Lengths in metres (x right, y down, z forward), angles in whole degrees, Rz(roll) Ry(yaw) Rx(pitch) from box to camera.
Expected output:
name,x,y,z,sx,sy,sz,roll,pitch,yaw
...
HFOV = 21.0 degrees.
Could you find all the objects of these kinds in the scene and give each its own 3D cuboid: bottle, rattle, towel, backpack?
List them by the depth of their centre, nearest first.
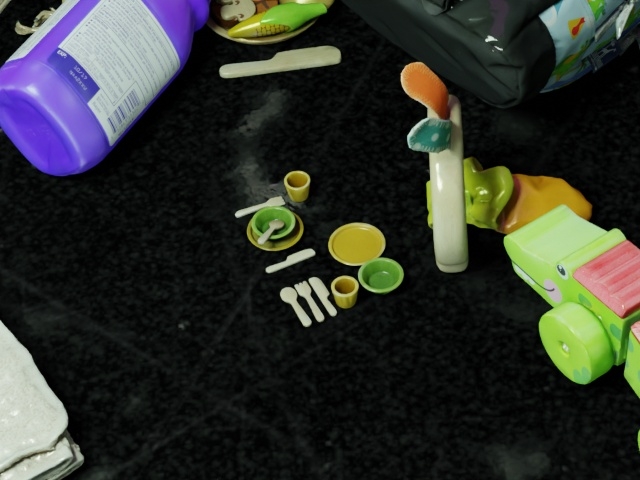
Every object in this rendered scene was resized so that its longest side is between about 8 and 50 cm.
name,x,y,z,sx,sy,sz,roll,pitch,yaw
towel,-0.325,0.120,1.348,0.187,0.049,0.282,-31,52,-22
rattle,0.141,-0.062,1.372,0.142,0.200,0.130,11,50,14
bottle,-0.178,-0.184,1.563,0.092,0.118,0.283,-6,39,45
backpack,0.210,-0.293,1.566,0.355,0.273,0.290,-48,56,-7

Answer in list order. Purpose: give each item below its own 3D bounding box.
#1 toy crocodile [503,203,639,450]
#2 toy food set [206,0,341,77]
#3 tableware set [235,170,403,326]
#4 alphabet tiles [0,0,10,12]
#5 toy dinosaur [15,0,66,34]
name,x,y,z,sx,sy,sz,roll,pitch,yaw
toy crocodile,0.262,0.084,1.295,0.115,0.105,0.340,-25,50,-17
toy food set,-0.052,-0.238,1.655,0.132,0.039,0.192,-10,48,-4
tableware set,0.000,0.000,1.447,0.104,0.024,0.154,-21,49,-14
alphabet tiles,-0.452,-0.245,1.707,0.284,0.021,0.278,16,52,18
toy dinosaur,-0.228,-0.205,1.644,0.092,0.053,0.183,28,62,8
